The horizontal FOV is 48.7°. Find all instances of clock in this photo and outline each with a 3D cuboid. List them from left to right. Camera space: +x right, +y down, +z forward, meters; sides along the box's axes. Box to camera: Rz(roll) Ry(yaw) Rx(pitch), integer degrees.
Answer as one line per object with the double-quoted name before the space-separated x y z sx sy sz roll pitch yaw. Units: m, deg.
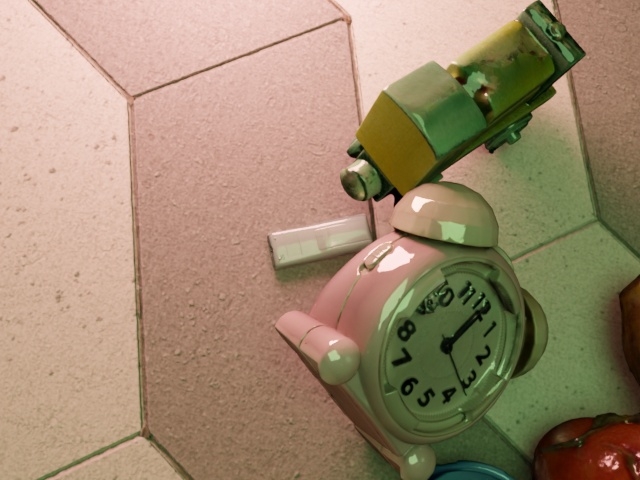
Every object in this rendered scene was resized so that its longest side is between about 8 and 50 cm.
"clock" 0.147 0.121 0.977 0.326 0.184 0.342 -41 126 -10

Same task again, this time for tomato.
"tomato" 0.428 0.376 0.936 0.309 0.170 0.308 4 99 26

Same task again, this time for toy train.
"toy train" 0.208 -0.194 1.049 0.397 0.253 0.160 -34 82 -23

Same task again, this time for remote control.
"remote control" 0.000 0.000 1.115 0.162 0.029 0.061 -12 76 -8

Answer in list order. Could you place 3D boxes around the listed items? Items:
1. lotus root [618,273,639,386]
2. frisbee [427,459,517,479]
"lotus root" 0.543 0.176 1.046 0.193 0.193 0.290 -22 79 -10
"frisbee" 0.210 0.432 1.001 0.242 0.045 0.241 -1 85 13
